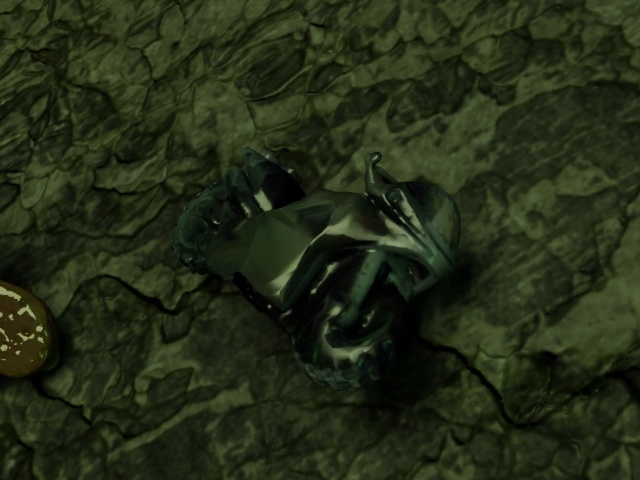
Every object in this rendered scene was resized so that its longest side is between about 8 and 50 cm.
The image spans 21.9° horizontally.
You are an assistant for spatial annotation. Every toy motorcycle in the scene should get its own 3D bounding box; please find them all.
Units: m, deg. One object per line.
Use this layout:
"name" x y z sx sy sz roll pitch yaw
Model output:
"toy motorcycle" 0.000 0.000 1.153 0.159 0.106 0.270 -43 39 -6

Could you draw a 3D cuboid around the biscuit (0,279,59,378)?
"biscuit" -0.359 0.089 1.302 0.301 0.049 0.197 -32 75 8
